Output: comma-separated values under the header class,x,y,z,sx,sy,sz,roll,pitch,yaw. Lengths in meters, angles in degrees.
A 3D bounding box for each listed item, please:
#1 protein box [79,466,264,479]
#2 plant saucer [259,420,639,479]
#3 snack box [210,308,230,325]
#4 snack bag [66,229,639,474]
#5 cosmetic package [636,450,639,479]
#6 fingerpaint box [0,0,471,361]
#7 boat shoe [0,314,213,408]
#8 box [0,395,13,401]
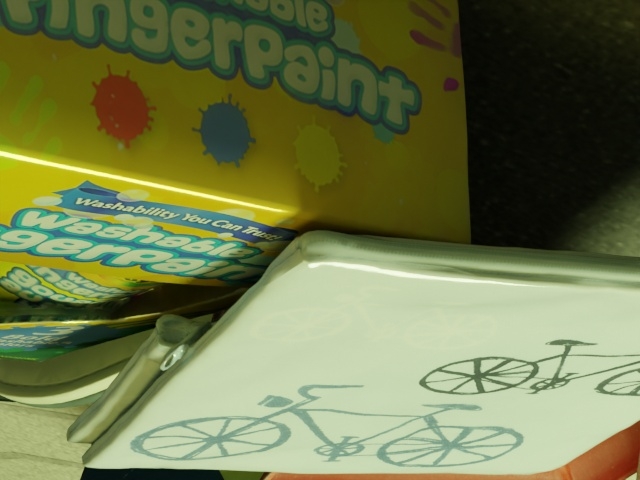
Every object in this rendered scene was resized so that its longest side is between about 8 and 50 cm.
class,x,y,z,sx,sy,sz,roll,pitch,yaw
protein box,-0.057,0.222,1.428,0.200,0.136,0.201,-5,144,35
plant saucer,0.110,0.121,1.192,0.259,0.047,0.258,4,155,-17
snack box,0.000,0.000,1.047,0.037,0.100,0.141,34,147,-29
snack bag,0.060,0.067,0.955,0.323,0.037,0.342,5,155,-23
cosmetic package,0.293,0.238,1.172,0.151,0.151,0.183,-5,135,-2
fingerpaint box,-0.214,-0.061,0.836,0.445,0.163,0.371,11,161,-41
boat shoe,-0.103,0.072,1.217,0.319,0.116,0.099,-16,137,36
box,-0.344,0.051,1.376,0.175,0.051,0.220,1,148,28
